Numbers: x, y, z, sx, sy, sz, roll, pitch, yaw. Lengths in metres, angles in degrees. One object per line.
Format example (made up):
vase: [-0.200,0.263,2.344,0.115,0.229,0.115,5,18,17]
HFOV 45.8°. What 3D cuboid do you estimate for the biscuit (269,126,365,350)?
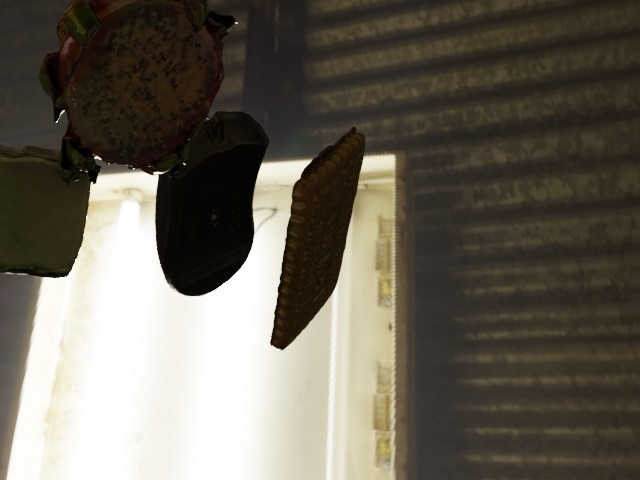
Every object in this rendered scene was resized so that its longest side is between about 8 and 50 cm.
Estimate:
biscuit: [0.000,0.000,0.928,0.029,0.172,0.255,22,-54,17]

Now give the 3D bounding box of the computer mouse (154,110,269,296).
computer mouse: [-0.144,-0.048,0.902,0.088,0.147,0.264,40,-45,25]

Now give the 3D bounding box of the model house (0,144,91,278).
model house: [-0.230,-0.028,0.560,0.100,0.100,0.088,24,-78,65]

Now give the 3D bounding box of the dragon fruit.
dragon fruit: [-0.128,-0.128,0.545,0.142,0.138,0.175,-11,-135,-10]
